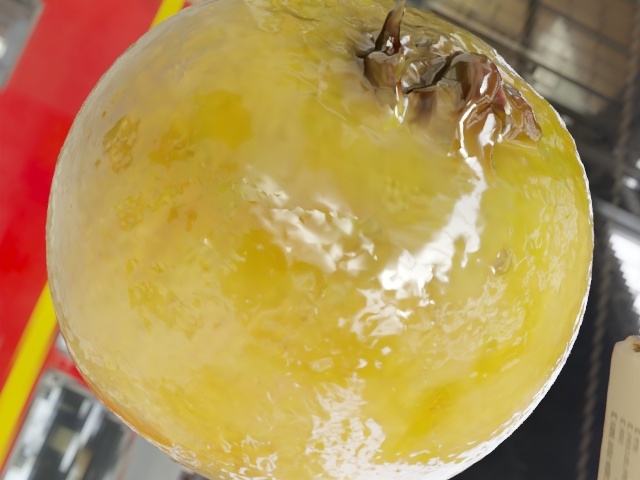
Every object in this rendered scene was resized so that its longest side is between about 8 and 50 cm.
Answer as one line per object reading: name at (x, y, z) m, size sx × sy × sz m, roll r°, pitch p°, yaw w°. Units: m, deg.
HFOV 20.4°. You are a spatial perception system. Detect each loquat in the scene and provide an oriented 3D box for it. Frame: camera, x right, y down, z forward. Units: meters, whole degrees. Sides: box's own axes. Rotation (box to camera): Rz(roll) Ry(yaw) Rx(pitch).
loquat at (0.000, 0.000, 0.494) m, size 0.137 × 0.163 × 0.163 m, roll -35°, pitch 161°, yaw -56°

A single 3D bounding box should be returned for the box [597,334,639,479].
box at (0.174, 0.213, 0.508) m, size 0.069 × 0.214 × 0.353 m, roll -128°, pitch -137°, yaw -82°
